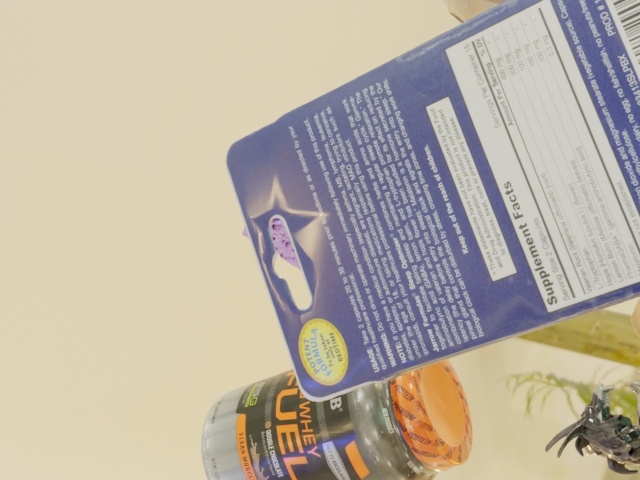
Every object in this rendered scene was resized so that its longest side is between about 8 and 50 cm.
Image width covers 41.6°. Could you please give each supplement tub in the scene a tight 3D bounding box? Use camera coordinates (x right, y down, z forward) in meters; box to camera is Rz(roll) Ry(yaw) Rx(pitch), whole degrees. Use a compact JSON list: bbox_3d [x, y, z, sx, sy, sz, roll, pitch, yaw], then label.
[{"bbox_3d":[0.022,0.265,1.161,0.207,0.338,0.207,42,-144,-40],"label":"supplement tub"}]

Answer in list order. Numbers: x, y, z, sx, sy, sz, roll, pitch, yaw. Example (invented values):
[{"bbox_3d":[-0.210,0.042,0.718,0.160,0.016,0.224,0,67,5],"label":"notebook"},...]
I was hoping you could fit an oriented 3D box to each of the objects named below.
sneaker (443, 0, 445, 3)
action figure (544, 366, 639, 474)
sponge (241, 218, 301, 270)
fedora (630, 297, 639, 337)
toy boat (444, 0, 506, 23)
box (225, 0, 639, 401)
[{"bbox_3d":[0.232,-0.404,1.190,0.150,0.366,0.135,74,-150,-54],"label":"sneaker"},{"bbox_3d":[0.406,0.204,0.994,0.164,0.276,0.141,96,175,-76],"label":"action figure"},{"bbox_3d":[0.000,0.000,1.161,0.031,0.210,0.117,-52,-8,-48],"label":"sponge"},{"bbox_3d":[0.508,0.123,1.213,0.194,0.194,0.079,10,-58,-51],"label":"fedora"},{"bbox_3d":[0.186,-0.179,0.489,0.267,0.148,0.318,-42,-53,-5],"label":"toy boat"},{"bbox_3d":[0.072,-0.024,0.372,0.036,0.225,0.136,-2,-109,-65],"label":"box"}]
